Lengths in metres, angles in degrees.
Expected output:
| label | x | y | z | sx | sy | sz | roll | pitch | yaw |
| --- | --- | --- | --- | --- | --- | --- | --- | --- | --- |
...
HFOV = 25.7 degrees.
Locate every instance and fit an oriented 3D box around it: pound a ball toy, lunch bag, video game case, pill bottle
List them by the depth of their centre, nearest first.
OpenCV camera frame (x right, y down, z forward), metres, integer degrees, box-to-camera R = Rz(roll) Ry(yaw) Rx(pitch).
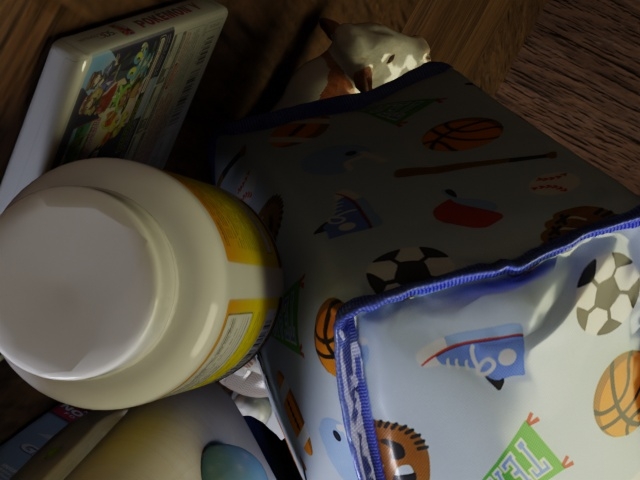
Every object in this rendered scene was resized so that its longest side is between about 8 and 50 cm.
| label | x | y | z | sx | sy | sz | roll | pitch | yaw |
| --- | --- | --- | --- | --- | --- | --- | --- | --- | --- |
| pill bottle | -0.092 | 0.021 | 0.695 | 0.117 | 0.117 | 0.215 | -61 | 171 | 2 |
| pound a ball toy | -0.131 | 0.152 | 0.701 | 0.136 | 0.208 | 0.319 | -24 | -171 | 20 |
| video game case | -0.129 | -0.033 | 0.775 | 0.201 | 0.023 | 0.183 | -64 | 171 | 23 |
| lunch bag | 0.074 | 0.122 | 0.929 | 0.328 | 0.239 | 0.385 | -124 | -160 | -61 |

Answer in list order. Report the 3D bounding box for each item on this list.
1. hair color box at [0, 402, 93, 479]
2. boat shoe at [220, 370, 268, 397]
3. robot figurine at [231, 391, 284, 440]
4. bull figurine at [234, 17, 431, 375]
| label | x | y | z | sx | sy | sz | roll | pitch | yaw |
| --- | --- | --- | --- | --- | --- | --- | --- | --- | --- |
| hair color box | -0.207 | 0.242 | 0.907 | 0.185 | 0.114 | 0.374 | -64 | 171 | 19 |
| boat shoe | 0.000 | 0.000 | 1.304 | 0.324 | 0.123 | 0.116 | -61 | 173 | 14 |
| robot figurine | 0.007 | 0.162 | 1.578 | 0.300 | 0.199 | 0.353 | -22 | 151 | -29 |
| bull figurine | -0.011 | -0.028 | 1.115 | 0.310 | 0.101 | 0.188 | -51 | 136 | -13 |
